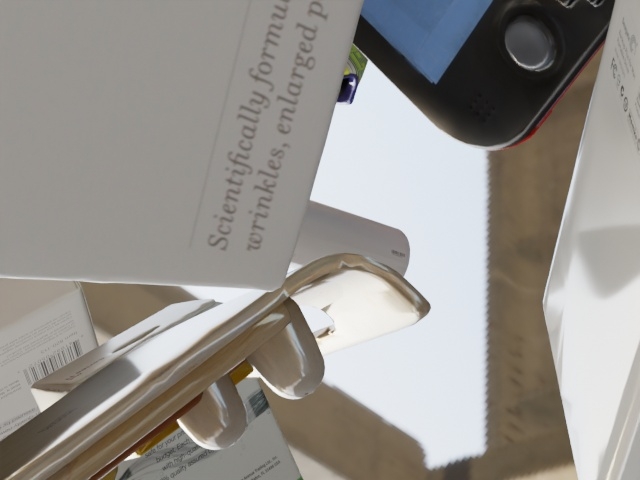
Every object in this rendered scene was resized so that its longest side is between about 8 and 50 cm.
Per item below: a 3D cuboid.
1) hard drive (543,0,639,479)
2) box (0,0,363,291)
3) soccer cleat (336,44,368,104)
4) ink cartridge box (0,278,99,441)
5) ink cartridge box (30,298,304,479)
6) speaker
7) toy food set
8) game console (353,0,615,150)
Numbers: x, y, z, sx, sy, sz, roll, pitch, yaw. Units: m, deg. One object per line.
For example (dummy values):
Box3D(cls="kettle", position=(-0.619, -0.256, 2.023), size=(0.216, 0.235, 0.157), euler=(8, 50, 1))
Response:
Box3D(cls="hard drive", position=(0.180, -0.009, 0.854), size=(0.040, 0.307, 0.203), euler=(1, -137, -4))
Box3D(cls="box", position=(-0.086, -0.095, 0.334), size=(0.119, 0.182, 0.181), euler=(-121, -139, -54))
Box3D(cls="soccer cleat", position=(-0.053, -0.146, 1.284), size=(0.093, 0.289, 0.121), euler=(11, -74, 36))
Box3D(cls="ink cartridge box", position=(-0.331, 0.132, 1.529), size=(0.207, 0.283, 0.117), euler=(-29, -121, -17))
Box3D(cls="ink cartridge box", position=(-0.113, 0.170, 1.217), size=(0.153, 0.208, 0.087), euler=(-29, -167, -31))
Box3D(cls="speaker", position=(0.000, 0.000, 1.154), size=(0.055, 0.136, 0.055), euler=(-26, -124, 46))
Box3D(cls="toy food set", position=(-0.105, 0.126, 0.761), size=(0.306, 0.092, 0.219), euler=(-36, -175, -29))
Box3D(cls="game console", position=(0.071, -0.280, 1.076), size=(0.060, 0.386, 0.342), euler=(-36, 167, -37))
